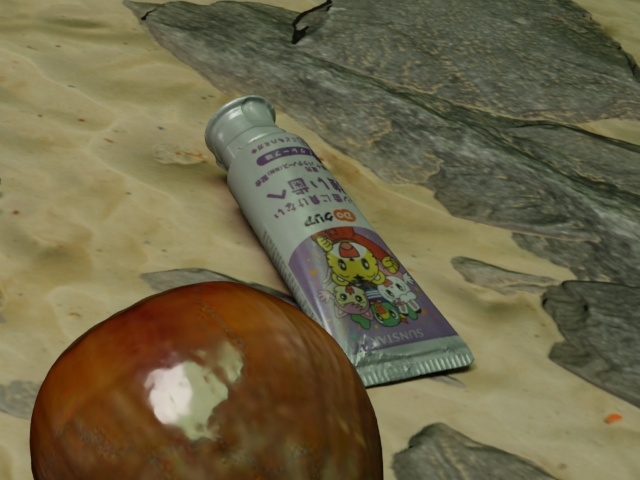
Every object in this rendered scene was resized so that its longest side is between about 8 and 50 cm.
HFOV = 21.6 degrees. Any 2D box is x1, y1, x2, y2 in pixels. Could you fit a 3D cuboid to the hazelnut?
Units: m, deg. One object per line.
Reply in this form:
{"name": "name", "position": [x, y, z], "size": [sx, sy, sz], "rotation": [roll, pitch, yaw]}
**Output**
{"name": "hazelnut", "position": [-0.058, 0.119, 0.958], "size": [0.214, 0.176, 0.214], "rotation": [15, 25, -7]}

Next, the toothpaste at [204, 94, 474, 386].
{"name": "toothpaste", "position": [0.000, 0.000, 1.303], "size": [0.114, 0.073, 0.299], "rotation": [-7, 44, -31]}
